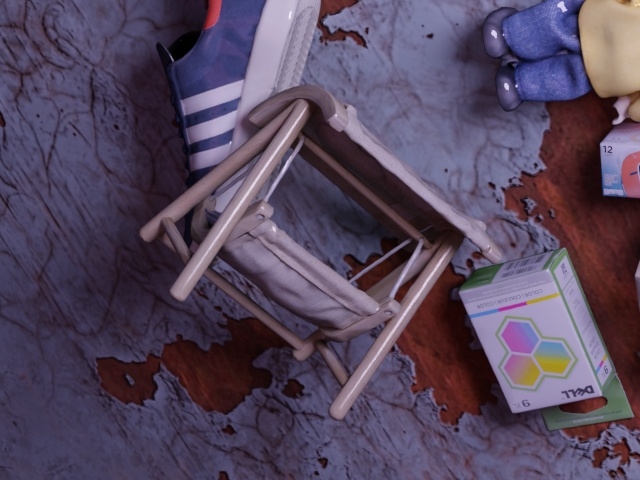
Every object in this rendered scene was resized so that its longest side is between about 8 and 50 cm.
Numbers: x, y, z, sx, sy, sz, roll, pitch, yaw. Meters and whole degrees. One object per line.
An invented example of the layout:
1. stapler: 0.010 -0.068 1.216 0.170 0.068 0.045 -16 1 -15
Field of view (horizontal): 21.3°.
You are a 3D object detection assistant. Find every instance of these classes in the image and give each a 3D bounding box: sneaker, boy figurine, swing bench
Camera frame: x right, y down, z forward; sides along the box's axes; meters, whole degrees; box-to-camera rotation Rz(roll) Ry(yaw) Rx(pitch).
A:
1. sneaker: -0.116 -0.140 1.829 0.148 0.131 0.350 24 113 13
2. boy figurine: 0.296 -0.199 1.602 0.285 0.092 0.177 -8 110 30
3. swing bench: 0.000 0.000 1.743 0.254 0.165 0.253 -47 119 6

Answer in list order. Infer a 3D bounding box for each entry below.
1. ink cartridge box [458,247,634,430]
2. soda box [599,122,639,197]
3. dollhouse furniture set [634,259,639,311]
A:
1. ink cartridge box: 0.242 0.121 1.809 0.109 0.062 0.209 -15 107 32
2. soda box: 0.366 -0.074 1.645 0.183 0.063 0.058 4 117 26
3. dollhouse furniture set: 0.420 0.060 1.689 0.182 0.101 0.161 8 142 23
